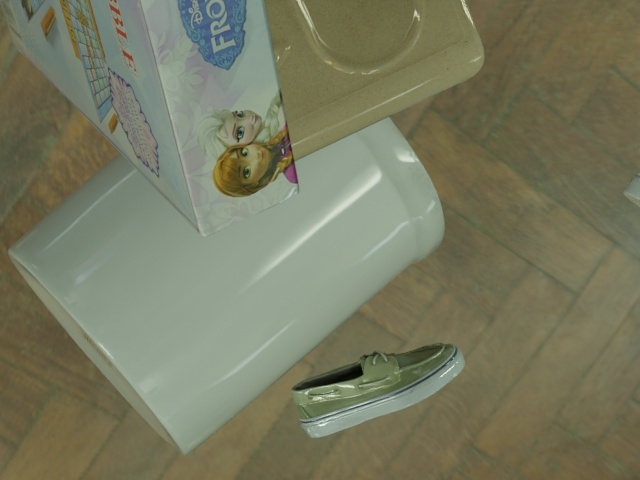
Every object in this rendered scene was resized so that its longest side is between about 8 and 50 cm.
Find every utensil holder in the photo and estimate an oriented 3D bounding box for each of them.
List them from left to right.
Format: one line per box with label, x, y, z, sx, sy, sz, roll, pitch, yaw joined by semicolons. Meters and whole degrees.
utensil holder;-0.107;0.005;1.297;0.385;0.327;0.327;-41;115;-16

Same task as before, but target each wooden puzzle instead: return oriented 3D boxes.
wooden puzzle;-0.056;-0.239;1.018;0.322;0.080;0.348;-25;116;0

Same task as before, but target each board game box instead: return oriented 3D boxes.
board game box;-0.137;-0.207;0.625;0.066;0.318;0.319;-25;129;-20

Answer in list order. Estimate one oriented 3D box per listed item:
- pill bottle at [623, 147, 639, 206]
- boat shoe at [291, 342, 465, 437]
pill bottle;0.439;-0.112;1.327;0.112;0.112;0.187;30;95;-23
boat shoe;0.095;0.238;1.931;0.302;0.109;0.094;-25;106;2
